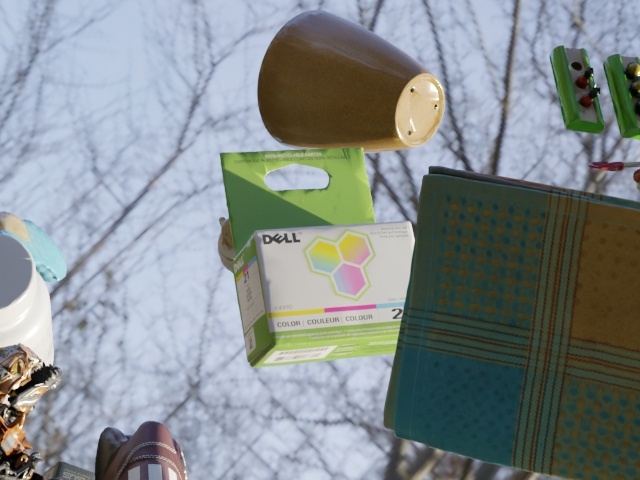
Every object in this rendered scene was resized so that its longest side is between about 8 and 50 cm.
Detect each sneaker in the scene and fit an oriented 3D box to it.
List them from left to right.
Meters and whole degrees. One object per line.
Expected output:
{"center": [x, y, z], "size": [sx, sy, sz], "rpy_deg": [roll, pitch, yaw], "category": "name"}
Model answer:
{"center": [-0.156, 0.253, 1.074], "size": [0.106, 0.162, 0.281], "rpy_deg": [10, -46, -18], "category": "sneaker"}

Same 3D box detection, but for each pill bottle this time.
{"center": [-0.379, 0.090, 1.500], "size": [0.131, 0.131, 0.229], "rpy_deg": [38, -29, 13], "category": "pill bottle"}

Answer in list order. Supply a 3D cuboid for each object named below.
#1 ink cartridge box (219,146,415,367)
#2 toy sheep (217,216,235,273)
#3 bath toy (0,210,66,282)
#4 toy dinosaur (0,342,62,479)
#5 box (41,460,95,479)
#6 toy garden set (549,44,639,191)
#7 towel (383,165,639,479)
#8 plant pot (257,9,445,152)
{"center": [0.000, 0.000, 1.431], "size": [0.097, 0.188, 0.255], "rpy_deg": [132, -50, -63], "category": "ink cartridge box"}
{"center": [-0.102, 0.010, 1.814], "size": [0.091, 0.091, 0.132], "rpy_deg": [20, -18, 37], "category": "toy sheep"}
{"center": [-0.513, 0.118, 1.801], "size": [0.151, 0.348, 0.129], "rpy_deg": [41, 14, -11], "category": "bath toy"}
{"center": [-0.350, 0.257, 1.259], "size": [0.218, 0.322, 0.164], "rpy_deg": [36, 17, -34], "category": "toy dinosaur"}
{"center": [-0.361, 0.394, 1.616], "size": [0.059, 0.183, 0.232], "rpy_deg": [24, -32, -18], "category": "box"}
{"center": [0.388, -0.125, 1.415], "size": [0.244, 0.204, 0.049], "rpy_deg": [6, -35, -16], "category": "toy garden set"}
{"center": [0.254, 0.093, 1.203], "size": [0.370, 0.271, 0.040], "rpy_deg": [11, 3, 18], "category": "towel"}
{"center": [0.069, -0.238, 2.090], "size": [0.254, 0.237, 0.237], "rpy_deg": [20, -39, 42], "category": "plant pot"}
